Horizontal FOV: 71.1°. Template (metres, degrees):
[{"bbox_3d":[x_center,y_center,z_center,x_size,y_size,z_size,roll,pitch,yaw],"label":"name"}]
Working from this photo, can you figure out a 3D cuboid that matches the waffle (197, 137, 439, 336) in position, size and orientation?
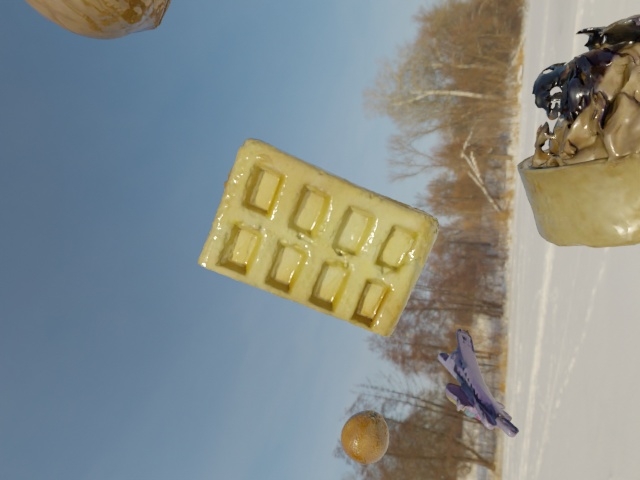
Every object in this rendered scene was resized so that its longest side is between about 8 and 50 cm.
[{"bbox_3d":[0.000,0.000,0.549,0.057,0.274,0.167,-97,31,-81],"label":"waffle"}]

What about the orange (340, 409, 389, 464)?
[{"bbox_3d":[0.072,0.313,0.714,0.085,0.085,0.084,4,-90,-68],"label":"orange"}]

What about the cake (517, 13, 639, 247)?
[{"bbox_3d":[0.476,-0.183,0.715,0.332,0.333,0.320,-40,-67,-61],"label":"cake"}]

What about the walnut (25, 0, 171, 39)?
[{"bbox_3d":[-0.210,-0.278,0.381,0.207,0.168,0.167,57,-141,-31],"label":"walnut"}]

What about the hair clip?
[{"bbox_3d":[0.325,0.308,0.943,0.090,0.137,0.278,-59,12,24],"label":"hair clip"}]
